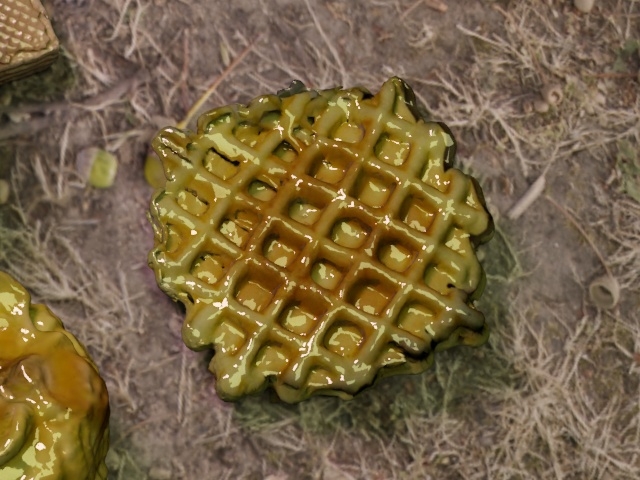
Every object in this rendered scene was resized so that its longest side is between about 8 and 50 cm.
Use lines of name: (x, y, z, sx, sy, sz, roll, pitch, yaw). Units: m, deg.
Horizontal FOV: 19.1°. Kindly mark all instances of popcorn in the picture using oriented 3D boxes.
popcorn: (-0.255, 0.150, 1.483, 0.181, 0.216, 0.235, 3, 41, -5)

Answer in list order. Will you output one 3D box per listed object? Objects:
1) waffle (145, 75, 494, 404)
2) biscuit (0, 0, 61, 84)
waffle: (0.000, 0.000, 1.695, 0.317, 0.073, 0.297, -14, 75, -15)
biscuit: (-0.349, -0.166, 1.623, 0.239, 0.062, 0.108, -22, 82, -24)
